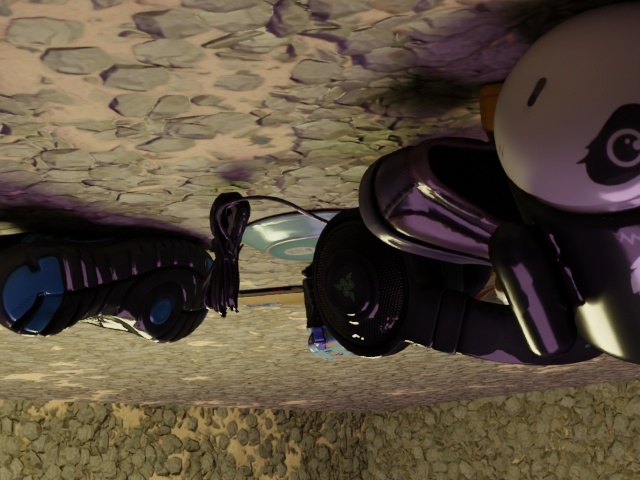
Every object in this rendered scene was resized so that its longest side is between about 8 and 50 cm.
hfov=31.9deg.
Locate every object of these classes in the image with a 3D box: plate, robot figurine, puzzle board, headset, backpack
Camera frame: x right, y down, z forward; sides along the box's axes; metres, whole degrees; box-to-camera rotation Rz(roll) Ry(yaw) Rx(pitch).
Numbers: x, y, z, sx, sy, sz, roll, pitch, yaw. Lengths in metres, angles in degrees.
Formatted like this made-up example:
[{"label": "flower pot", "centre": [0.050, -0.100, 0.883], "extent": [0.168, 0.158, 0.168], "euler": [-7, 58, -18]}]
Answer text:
[{"label": "plate", "centre": [0.000, 0.000, 1.287], "extent": [0.188, 0.024, 0.188], "euler": [-4, 167, -1]}, {"label": "robot figurine", "centre": [0.225, -0.026, 0.753], "extent": [0.174, 0.209, 0.278], "euler": [-6, 132, 31]}, {"label": "puzzle board", "centre": [-0.055, 0.083, 1.651], "extent": [0.128, 0.011, 0.096], "euler": [-5, 168, 9]}, {"label": "headset", "centre": [0.072, 0.042, 1.032], "extent": [0.394, 0.185, 0.243], "euler": [18, -160, 18]}, {"label": "backpack", "centre": [0.070, 0.089, 1.484], "extent": [0.173, 0.116, 0.158], "euler": [-7, 167, 5]}]

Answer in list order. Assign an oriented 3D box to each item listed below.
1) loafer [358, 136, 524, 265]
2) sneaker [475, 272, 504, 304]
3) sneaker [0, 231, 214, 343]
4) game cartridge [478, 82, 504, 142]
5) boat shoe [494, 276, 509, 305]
[{"label": "loafer", "centre": [0.184, -0.023, 0.884], "extent": [0.303, 0.109, 0.095], "euler": [7, 158, -19]}, {"label": "sneaker", "centre": [0.281, 0.073, 1.509], "extent": [0.225, 0.092, 0.088], "euler": [-17, 161, 42]}, {"label": "sneaker", "centre": [-0.252, 0.036, 1.256], "extent": [0.140, 0.125, 0.341], "euler": [20, -175, 36]}, {"label": "game cartridge", "centre": [0.297, -0.087, 0.955], "extent": [0.285, 0.052, 0.324], "euler": [-7, 164, 15]}, {"label": "boat shoe", "centre": [0.277, 0.050, 1.220], "extent": [0.098, 0.096, 0.277], "euler": [-4, -171, 36]}]
